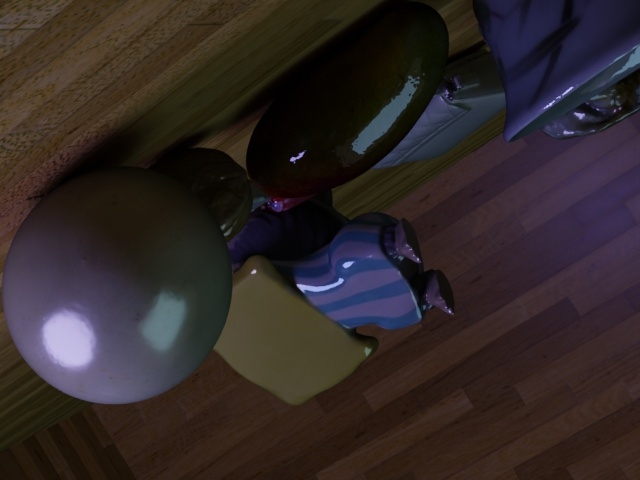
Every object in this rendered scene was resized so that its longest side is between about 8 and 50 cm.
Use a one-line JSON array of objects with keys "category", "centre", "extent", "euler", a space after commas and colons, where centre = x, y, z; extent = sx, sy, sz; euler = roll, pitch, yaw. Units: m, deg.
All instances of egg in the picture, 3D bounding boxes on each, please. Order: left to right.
[{"category": "egg", "centre": [-0.165, 0.035, 1.209], "extent": [0.189, 0.188, 0.253], "euler": [-30, 172, -27]}]

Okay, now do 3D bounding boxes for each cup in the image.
[{"category": "cup", "centre": [0.273, -0.247, 1.331], "extent": [0.347, 0.163, 0.347], "euler": [-33, 177, -2]}]

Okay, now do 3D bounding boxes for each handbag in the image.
[{"category": "handbag", "centre": [0.128, -0.164, 1.947], "extent": [0.219, 0.079, 0.256], "euler": [-17, 168, -33]}]

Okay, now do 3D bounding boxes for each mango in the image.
[{"category": "mango", "centre": [0.023, -0.119, 1.367], "extent": [0.133, 0.111, 0.267], "euler": [-9, 154, -50]}]

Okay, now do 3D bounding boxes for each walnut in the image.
[{"category": "walnut", "centre": [-0.123, -0.033, 1.360], "extent": [0.124, 0.105, 0.105], "euler": [-30, 176, -19]}]

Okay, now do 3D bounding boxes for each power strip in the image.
[{"category": "power strip", "centre": [-0.106, -0.048, 1.808], "extent": [0.047, 0.030, 0.191], "euler": [-32, 176, 15]}]

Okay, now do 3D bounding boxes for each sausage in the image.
[{"category": "sausage", "centre": [-0.029, -0.073, 2.023], "extent": [0.145, 0.048, 0.050], "euler": [-29, -146, -35]}]

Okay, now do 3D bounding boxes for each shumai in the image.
[{"category": "shumai", "centre": [0.273, -0.261, 1.621], "extent": [0.222, 0.203, 0.272], "euler": [-31, -148, 18]}]

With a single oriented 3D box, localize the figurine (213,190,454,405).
[{"category": "figurine", "centre": [0.000, 0.000, 2.111], "extent": [0.361, 0.266, 0.377], "euler": [-21, -144, 20]}]
